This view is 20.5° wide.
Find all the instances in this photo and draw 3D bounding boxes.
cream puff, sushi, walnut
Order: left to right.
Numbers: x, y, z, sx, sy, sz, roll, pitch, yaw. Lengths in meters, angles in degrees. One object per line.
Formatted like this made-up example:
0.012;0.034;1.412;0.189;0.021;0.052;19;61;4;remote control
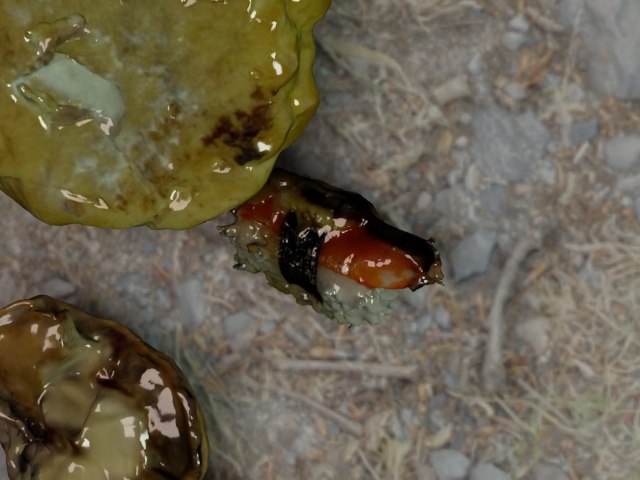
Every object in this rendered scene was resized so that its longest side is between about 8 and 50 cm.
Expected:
-0.186;0.157;1.436;0.204;0.141;0.238;-19;86;7;walnut
-0.148;-0.181;1.353;0.324;0.257;0.291;-26;120;22;cream puff
-0.001;0.004;1.387;0.226;0.097;0.103;28;97;28;sushi
